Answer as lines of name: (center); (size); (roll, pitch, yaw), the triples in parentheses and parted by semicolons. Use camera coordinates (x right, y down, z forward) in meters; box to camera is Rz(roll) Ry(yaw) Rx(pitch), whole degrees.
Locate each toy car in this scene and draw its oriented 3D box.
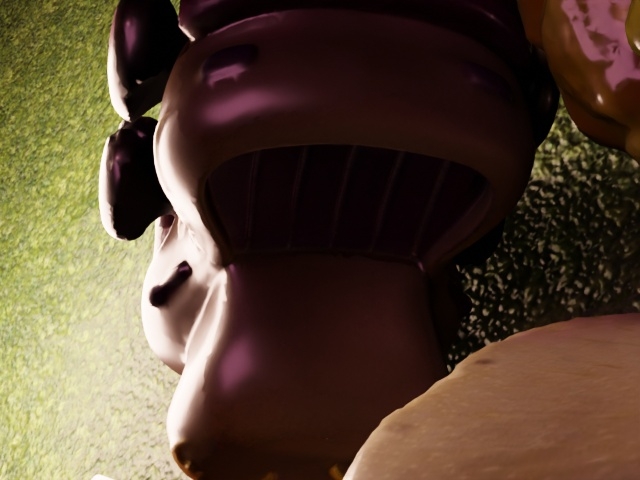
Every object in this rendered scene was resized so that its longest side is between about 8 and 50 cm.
toy car: (0.000, 0.000, 0.639); (0.340, 0.271, 0.240); (105, 166, -52)

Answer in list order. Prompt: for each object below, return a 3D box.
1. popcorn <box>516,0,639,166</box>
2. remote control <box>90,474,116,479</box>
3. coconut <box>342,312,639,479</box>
popcorn: (0.246, -0.154, 0.493); (0.326, 0.321, 0.290); (-37, 42, 48)
remote control: (-0.086, 0.256, 0.762); (0.313, 0.055, 0.109); (8, 65, 41)
coconut: (0.137, 0.179, 0.409); (0.353, 0.352, 0.352); (-23, 52, 33)
